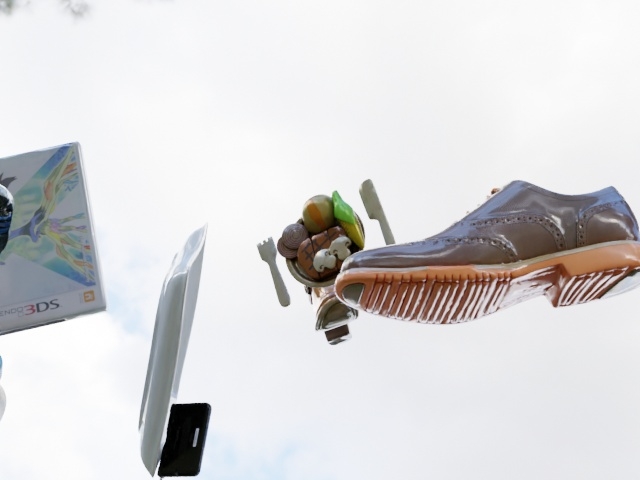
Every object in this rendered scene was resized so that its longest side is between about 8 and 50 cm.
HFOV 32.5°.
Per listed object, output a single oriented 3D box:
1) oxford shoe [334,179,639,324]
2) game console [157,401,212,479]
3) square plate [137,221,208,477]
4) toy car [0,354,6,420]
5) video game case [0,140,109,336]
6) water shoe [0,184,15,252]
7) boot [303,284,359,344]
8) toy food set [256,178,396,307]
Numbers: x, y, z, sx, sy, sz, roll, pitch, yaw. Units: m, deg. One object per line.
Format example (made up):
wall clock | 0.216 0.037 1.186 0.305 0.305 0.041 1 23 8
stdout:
oxford shoe | 0.187 0.010 1.243 0.363 0.133 0.130 -5 -25 -13
game console | -0.216 0.327 1.745 0.107 0.122 0.071 -6 -33 21
square plate | -0.247 0.165 1.826 0.049 0.344 0.347 10 -77 -3
toy car | -0.646 0.251 1.735 0.238 0.210 0.219 29 -54 16
video game case | -0.549 0.003 1.960 0.299 0.329 0.036 -13 -20 -2
water shoe | -0.534 -0.023 1.774 0.072 0.080 0.203 8 -29 -5
boot | 0.003 0.074 1.760 0.073 0.152 0.197 -16 -20 -7
toy food set | 0.000 0.000 1.495 0.192 0.132 0.038 -31 -32 15
